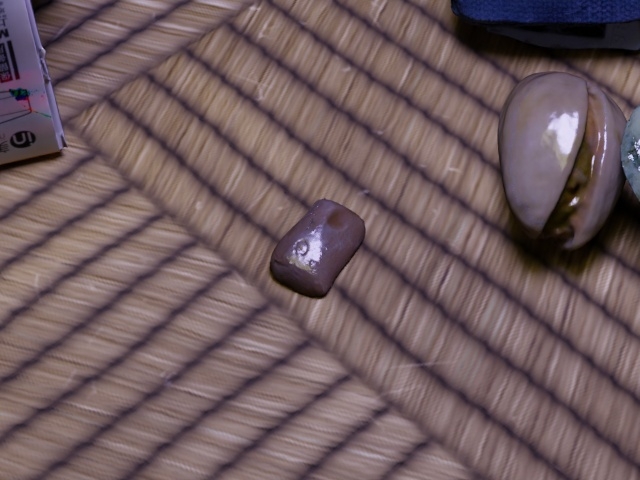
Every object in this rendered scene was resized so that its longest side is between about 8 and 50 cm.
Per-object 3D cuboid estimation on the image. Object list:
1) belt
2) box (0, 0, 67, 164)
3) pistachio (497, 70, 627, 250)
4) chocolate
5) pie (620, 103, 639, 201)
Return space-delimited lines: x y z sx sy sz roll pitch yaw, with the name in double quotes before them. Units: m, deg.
"belt" 0.231 -0.248 1.724 0.218 0.128 0.122 1 22 6
"box" -0.381 -0.151 1.612 0.273 0.221 0.091 -12 47 -8
"pistachio" 0.213 -0.075 1.587 0.124 0.124 0.185 7 58 9
"chocolate" 0.000 0.000 1.588 0.064 0.031 0.101 28 56 18
"pie" 0.346 -0.057 1.564 0.186 0.041 0.187 14 58 -24
